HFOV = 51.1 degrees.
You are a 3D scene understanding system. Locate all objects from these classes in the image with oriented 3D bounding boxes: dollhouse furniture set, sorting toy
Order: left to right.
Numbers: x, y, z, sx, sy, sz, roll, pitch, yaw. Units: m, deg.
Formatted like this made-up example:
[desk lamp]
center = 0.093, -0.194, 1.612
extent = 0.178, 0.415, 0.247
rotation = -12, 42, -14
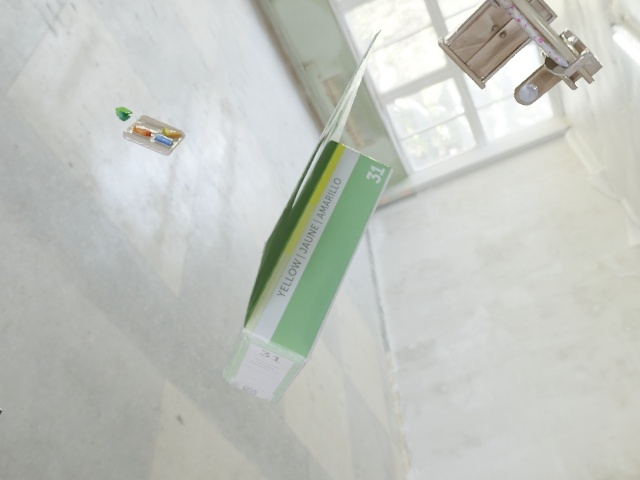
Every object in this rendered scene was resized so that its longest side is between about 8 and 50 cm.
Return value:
[sorting toy]
center = -0.200, -0.127, 0.760
extent = 0.083, 0.012, 0.062
rotation = 23, 31, -6
[dollhouse furniture set]
center = 0.297, -0.277, 1.029
extent = 0.303, 0.174, 0.355
rotation = 40, 28, -14

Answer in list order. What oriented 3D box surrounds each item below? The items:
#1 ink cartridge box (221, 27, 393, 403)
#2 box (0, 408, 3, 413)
[ink cartridge box]
center = 0.000, 0.000, 0.457
extent = 0.171, 0.056, 0.235
rotation = -65, -178, -30
[box]
center = -0.388, 0.175, 0.530
extent = 0.153, 0.108, 0.207
rotation = 46, 18, -15
